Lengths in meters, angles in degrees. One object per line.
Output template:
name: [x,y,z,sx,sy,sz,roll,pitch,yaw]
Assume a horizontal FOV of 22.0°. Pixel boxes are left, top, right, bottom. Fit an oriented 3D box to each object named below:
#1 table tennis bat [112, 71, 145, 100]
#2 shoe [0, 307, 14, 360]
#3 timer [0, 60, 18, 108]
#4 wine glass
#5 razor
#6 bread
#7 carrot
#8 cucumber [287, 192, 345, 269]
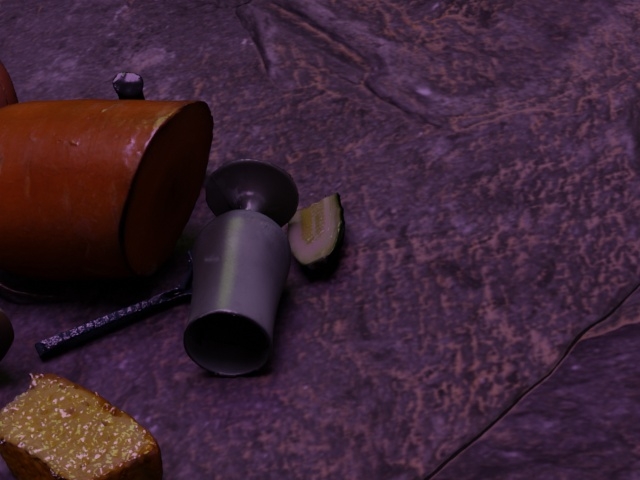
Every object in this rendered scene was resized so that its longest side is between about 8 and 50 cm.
table tennis bat: [-0.204,-0.129,1.830,0.150,0.236,0.027,5,72,1]
shoe: [-0.416,0.070,1.685,0.274,0.103,0.098,11,38,29]
timer: [-0.459,-0.133,1.885,0.229,0.215,0.230,-3,38,2]
wine glass: [-0.081,0.027,1.655,0.103,0.103,0.231,-4,41,9]
razor: [-0.201,0.078,1.686,0.190,0.033,0.066,-24,79,-13]
bread: [-0.226,0.188,1.503,0.187,0.065,0.103,23,48,36]
carrot: [-0.275,-0.049,1.739,0.331,0.214,0.193,4,21,22]
cucumber: [0.000,0.000,1.733,0.067,0.035,0.107,-23,33,15]
